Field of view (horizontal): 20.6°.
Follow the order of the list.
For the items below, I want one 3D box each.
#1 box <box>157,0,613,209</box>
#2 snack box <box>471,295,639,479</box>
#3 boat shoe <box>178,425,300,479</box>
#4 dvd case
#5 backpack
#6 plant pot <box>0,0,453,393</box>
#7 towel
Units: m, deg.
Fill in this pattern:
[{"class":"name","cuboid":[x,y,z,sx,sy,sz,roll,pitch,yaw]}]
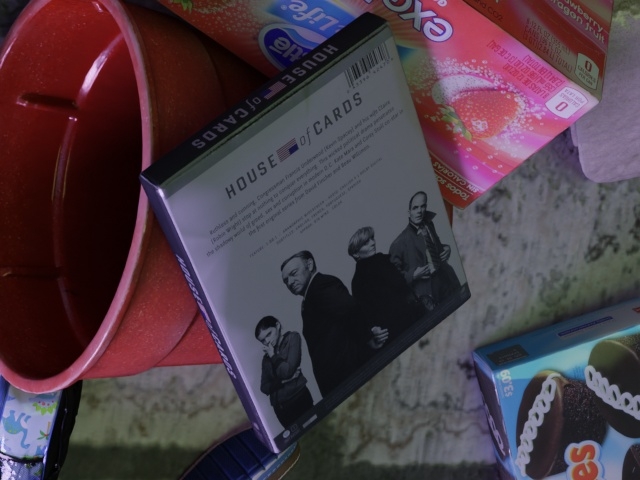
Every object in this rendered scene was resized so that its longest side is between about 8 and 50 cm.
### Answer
[{"class":"box","cuboid":[0.031,-0.180,1.132,0.300,0.142,0.154,33,44,-18]},{"class":"snack box","cuboid":[0.254,0.218,1.510,0.187,0.060,0.322,-18,110,-9]},{"class":"boat shoe","cuboid":[-0.083,0.215,1.371,0.183,0.066,0.066,-39,120,-1]},{"class":"dvd case","cuboid":[0.000,0.000,1.102,0.179,0.029,0.239,-37,133,-19]},{"class":"backpack","cuboid":[-0.215,0.123,1.248,0.084,0.105,0.114,13,118,-7]},{"class":"plant pot","cuboid":[-0.069,-0.026,1.217,0.265,0.272,0.272,5,100,-34]},{"class":"towel","cuboid":[0.278,-0.128,1.345,0.187,0.282,0.049,-13,67,5]}]
